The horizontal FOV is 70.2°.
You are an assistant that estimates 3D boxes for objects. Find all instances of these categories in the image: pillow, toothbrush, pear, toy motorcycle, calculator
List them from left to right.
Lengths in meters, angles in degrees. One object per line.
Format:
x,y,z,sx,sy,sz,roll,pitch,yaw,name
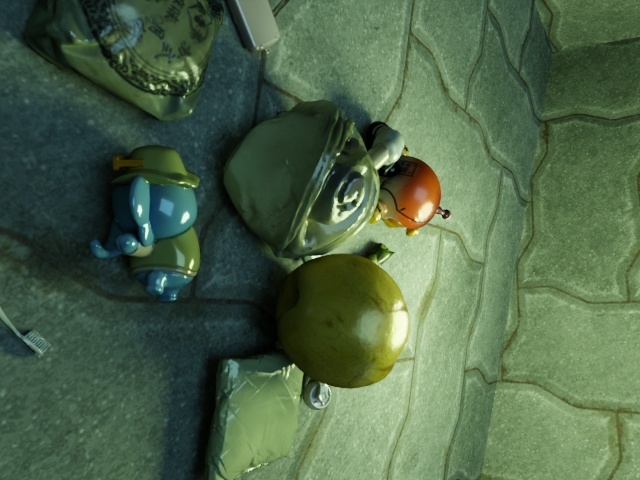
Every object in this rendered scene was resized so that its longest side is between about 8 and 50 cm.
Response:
-0.472,0.060,0.621,0.026,0.024,0.288,-50,129,-35,toothbrush
-0.142,-0.478,0.950,0.100,0.032,0.175,-46,127,-36,calculator
-0.141,0.378,1.011,0.281,0.076,0.274,9,89,-56,pillow
0.012,0.307,1.181,0.112,0.112,0.254,45,60,-43,toy motorcycle
0.051,0.180,1.033,0.314,0.314,0.314,-7,99,-50,pear

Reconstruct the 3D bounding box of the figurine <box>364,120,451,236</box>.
0.222,-0.161,1.292,0.323,0.196,0.320,47,52,-30,figurine

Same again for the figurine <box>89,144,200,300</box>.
-0.274,-0.026,0.752,0.180,0.154,0.262,3,88,-61,figurine

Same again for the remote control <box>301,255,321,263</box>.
0.000,0.000,1.174,0.162,0.029,0.061,-42,126,-45,remote control

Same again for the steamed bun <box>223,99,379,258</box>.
-0.003,-0.135,0.987,0.339,0.247,0.352,-55,127,-33,steamed bun

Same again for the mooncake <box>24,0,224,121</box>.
-0.285,-0.345,0.716,0.250,0.136,0.254,23,76,-52,mooncake

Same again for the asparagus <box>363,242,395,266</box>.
0.135,0.081,1.309,0.287,0.080,0.080,-44,126,-37,asparagus
